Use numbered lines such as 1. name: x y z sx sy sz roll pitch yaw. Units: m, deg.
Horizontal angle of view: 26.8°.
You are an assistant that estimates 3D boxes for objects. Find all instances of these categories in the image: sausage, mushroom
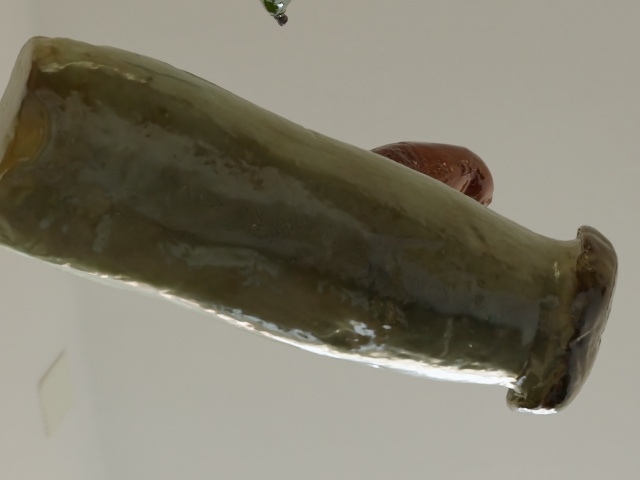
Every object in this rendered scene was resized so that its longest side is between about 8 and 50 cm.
1. sausage: 0.096 -0.055 1.330 0.089 0.179 0.089 7 -81 52
2. mushroom: 0.000 0.000 0.606 0.312 0.081 0.100 19 -87 -21

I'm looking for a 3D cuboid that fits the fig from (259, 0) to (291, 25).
1. fig: -0.046 -0.271 1.248 0.117 0.117 0.177 21 -45 7
